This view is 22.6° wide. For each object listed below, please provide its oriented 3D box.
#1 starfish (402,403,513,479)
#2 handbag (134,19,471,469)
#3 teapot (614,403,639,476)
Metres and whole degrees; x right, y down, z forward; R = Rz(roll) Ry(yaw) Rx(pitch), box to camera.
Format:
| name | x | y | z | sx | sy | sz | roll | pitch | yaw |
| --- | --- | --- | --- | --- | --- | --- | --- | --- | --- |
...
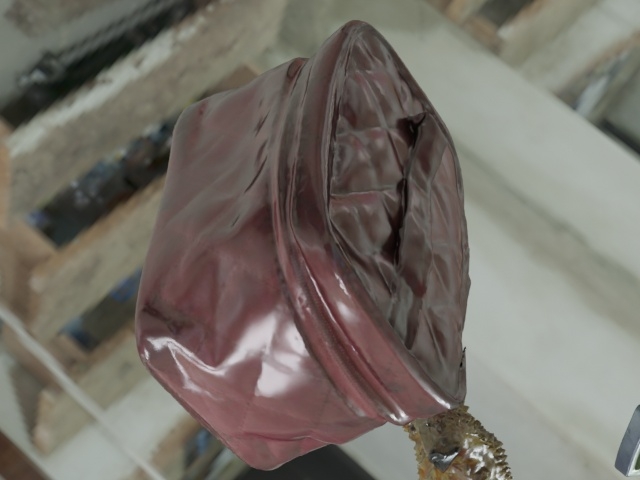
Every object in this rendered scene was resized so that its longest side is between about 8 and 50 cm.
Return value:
| name | x | y | z | sx | sy | sz | roll | pitch | yaw |
| --- | --- | --- | --- | --- | --- | --- | --- | --- | --- |
| starfish | 0.123 | 0.214 | 1.077 | 0.113 | 0.312 | 0.303 | -38 | -161 | 0 |
| handbag | 0.000 | 0.000 | 0.830 | 0.135 | 0.146 | 0.225 | -24 | -146 | 25 |
| teapot | 0.213 | 0.109 | 0.956 | 0.088 | 0.066 | 0.057 | -18 | 127 | -29 |
